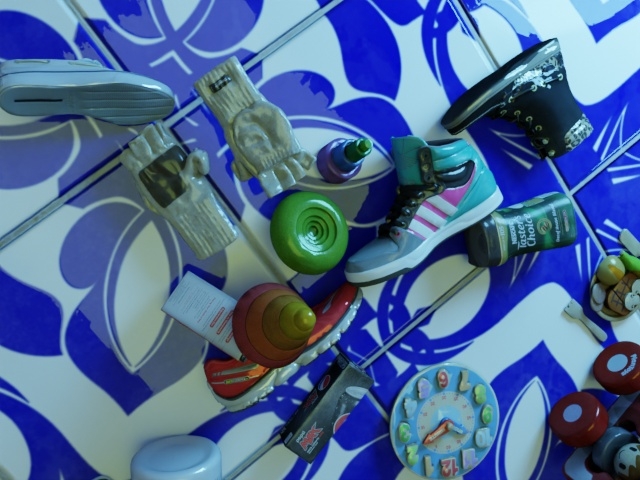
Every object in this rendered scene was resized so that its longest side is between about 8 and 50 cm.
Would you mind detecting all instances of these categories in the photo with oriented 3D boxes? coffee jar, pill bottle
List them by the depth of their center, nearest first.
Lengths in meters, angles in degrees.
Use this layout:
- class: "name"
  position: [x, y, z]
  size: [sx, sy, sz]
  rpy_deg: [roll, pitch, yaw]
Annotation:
- class: "pill bottle"
  position: [-0.210, 0.424, 0.851]
  size: [0.131, 0.131, 0.230]
  rpy_deg: [-2, 97, -14]
- class: "coffee jar"
  position: [0.330, -0.017, 0.964]
  size: [0.184, 0.079, 0.096]
  rpy_deg: [-15, 99, -12]

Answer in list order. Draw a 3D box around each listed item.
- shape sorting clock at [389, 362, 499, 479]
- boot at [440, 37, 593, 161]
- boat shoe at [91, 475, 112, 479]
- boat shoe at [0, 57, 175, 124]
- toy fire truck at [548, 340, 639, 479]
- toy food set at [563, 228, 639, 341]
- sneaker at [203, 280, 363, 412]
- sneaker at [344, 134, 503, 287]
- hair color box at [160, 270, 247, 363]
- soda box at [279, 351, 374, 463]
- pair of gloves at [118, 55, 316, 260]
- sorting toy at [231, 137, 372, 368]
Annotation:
- class: "shape sorting clock"
  position: [0.217, 0.315, 0.994]
  size: [0.206, 0.040, 0.207]
  rpy_deg: [-2, 97, -14]
- class: "boot"
  position: [0.330, -0.197, 0.941]
  size: [0.236, 0.085, 0.179]
  rpy_deg: [-37, 106, -8]
- class: "boat shoe"
  position: [-0.367, 0.405, 0.857]
  size: [0.125, 0.038, 0.046]
  rpy_deg: [-33, 103, -9]
- class: "boat shoe"
  position: [-0.314, -0.214, 0.777]
  size: [0.226, 0.083, 0.076]
  rpy_deg: [-2, 57, -31]
- class: "toy fire truck"
  position: [0.564, 0.330, 0.973]
  size: [0.169, 0.254, 0.302]
  rpy_deg: [44, 85, -15]
- class: "toy food set"
  position: [0.549, 0.088, 1.053]
  size: [0.132, 0.038, 0.192]
  rpy_deg: [39, 86, -15]
- class: "sneaker"
  position: [-0.056, 0.140, 0.877]
  size: [0.279, 0.107, 0.118]
  rpy_deg: [-37, 90, -12]
- class: "sneaker"
  position: [0.136, -0.069, 0.883]
  size: [0.295, 0.123, 0.179]
  rpy_deg: [-33, 108, -16]
- class: "hair color box"
  position: [-0.152, 0.111, 0.836]
  size: [0.141, 0.043, 0.072]
  rpy_deg: [30, 76, 16]
- class: "soda box"
  position: [0.010, 0.270, 0.930]
  size: [0.060, 0.053, 0.169]
  rpy_deg: [39, 87, -15]
- class: "pair of gloves"
  position: [-0.150, -0.113, 0.829]
  size: [0.240, 0.042, 0.204]
  rpy_deg: [-41, 99, 6]
- class: "sorting toy"
  position: [0.000, 0.000, 0.801]
  size: [0.127, 0.126, 0.366]
  rpy_deg: [29, 68, -19]
